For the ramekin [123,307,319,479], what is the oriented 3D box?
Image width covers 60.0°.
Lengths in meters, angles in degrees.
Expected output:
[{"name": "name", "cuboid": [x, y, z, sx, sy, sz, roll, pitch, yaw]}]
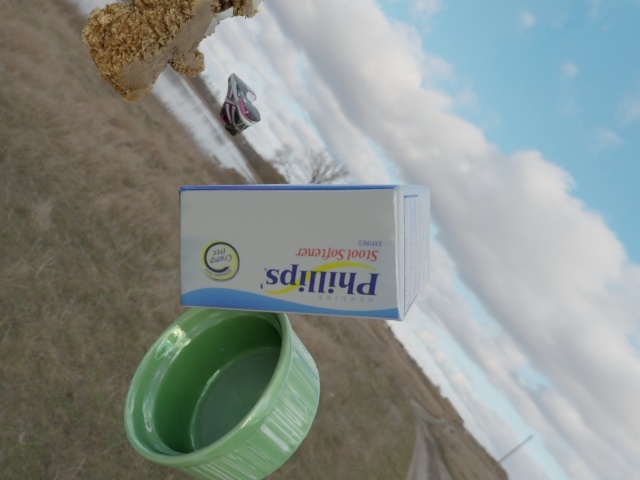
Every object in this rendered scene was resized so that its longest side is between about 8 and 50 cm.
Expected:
[{"name": "ramekin", "cuboid": [-0.149, 0.242, 0.903, 0.148, 0.303, 0.303, 55, -3, -37]}]

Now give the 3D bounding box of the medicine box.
[{"name": "medicine box", "cuboid": [0.000, 0.000, 0.736, 0.289, 0.264, 0.149, -15, 106, -73]}]

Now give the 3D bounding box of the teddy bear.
[{"name": "teddy bear", "cuboid": [-0.229, -0.377, 0.898, 0.113, 0.338, 0.245, 47, 6, 13]}]

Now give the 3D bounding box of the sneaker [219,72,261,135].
[{"name": "sneaker", "cuboid": [-0.182, -0.285, 1.162, 0.072, 0.077, 0.178, 41, 22, -36]}]
